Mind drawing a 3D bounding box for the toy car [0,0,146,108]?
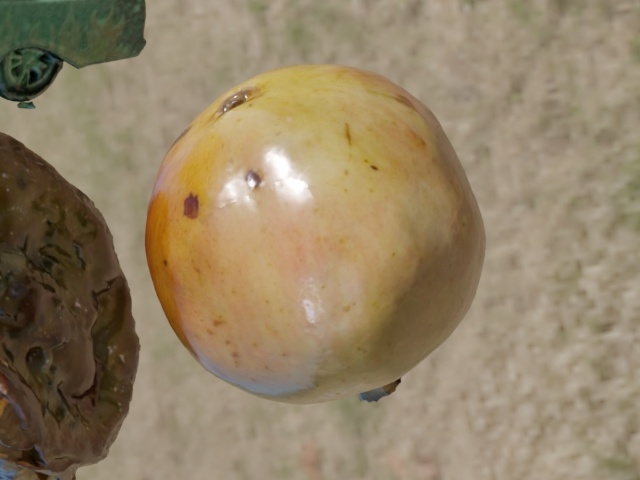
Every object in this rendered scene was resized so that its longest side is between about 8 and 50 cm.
[{"bbox_3d":[-0.254,-0.133,1.008,0.141,0.321,0.097,29,116,36],"label":"toy car"}]

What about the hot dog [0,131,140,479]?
[{"bbox_3d":[-0.211,0.036,1.134,0.272,0.122,0.196,54,-146,-41],"label":"hot dog"}]

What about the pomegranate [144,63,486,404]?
[{"bbox_3d":[0.001,-0.003,1.007,0.191,0.191,0.191,170,90,-72],"label":"pomegranate"}]
